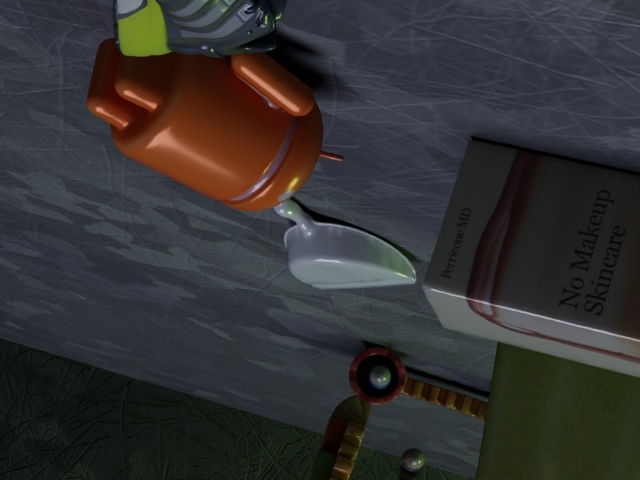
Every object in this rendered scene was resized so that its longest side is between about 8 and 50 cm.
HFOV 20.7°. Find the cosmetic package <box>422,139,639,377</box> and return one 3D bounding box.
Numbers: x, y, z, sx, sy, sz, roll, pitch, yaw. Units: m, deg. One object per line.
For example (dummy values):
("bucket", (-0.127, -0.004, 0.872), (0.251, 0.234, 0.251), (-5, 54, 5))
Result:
("cosmetic package", (0.255, 0.027, 1.510), (0.296, 0.153, 0.129), (12, 164, 18))

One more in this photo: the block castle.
("block castle", (0.122, 0.405, 2.595), (0.303, 0.453, 0.213), (18, 174, 3))

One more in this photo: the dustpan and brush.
("dustpan and brush", (0.000, 0.000, 1.969), (0.147, 0.060, 0.211), (-4, 163, 33))

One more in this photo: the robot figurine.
("robot figurine", (-0.087, -0.103, 1.476), (0.219, 0.158, 0.128), (27, -161, -32))

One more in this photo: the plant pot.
("plant pot", (0.282, 0.171, 1.832), (0.276, 0.253, 0.276), (17, 166, 4))

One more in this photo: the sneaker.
("sneaker", (-0.079, -0.196, 1.185), (0.121, 0.111, 0.300), (8, 173, -1))
